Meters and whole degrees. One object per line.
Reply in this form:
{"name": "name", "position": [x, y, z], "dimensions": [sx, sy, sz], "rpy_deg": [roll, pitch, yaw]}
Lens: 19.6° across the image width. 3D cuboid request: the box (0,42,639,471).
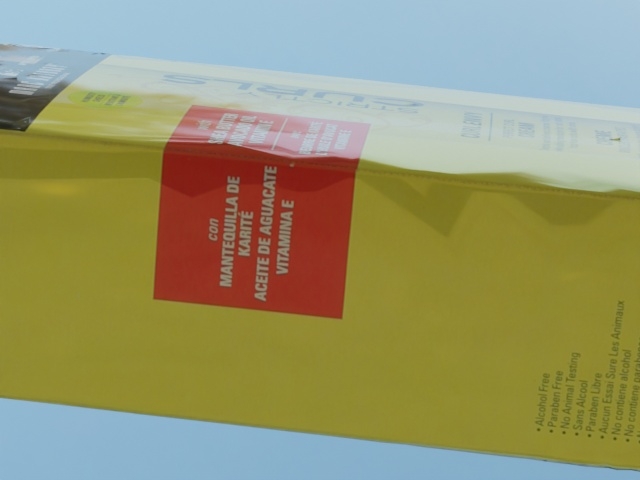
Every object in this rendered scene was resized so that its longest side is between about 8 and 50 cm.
{"name": "box", "position": [0.000, 0.000, 0.384], "dimensions": [0.087, 0.232, 0.058], "rpy_deg": [-65, 162, -73]}
